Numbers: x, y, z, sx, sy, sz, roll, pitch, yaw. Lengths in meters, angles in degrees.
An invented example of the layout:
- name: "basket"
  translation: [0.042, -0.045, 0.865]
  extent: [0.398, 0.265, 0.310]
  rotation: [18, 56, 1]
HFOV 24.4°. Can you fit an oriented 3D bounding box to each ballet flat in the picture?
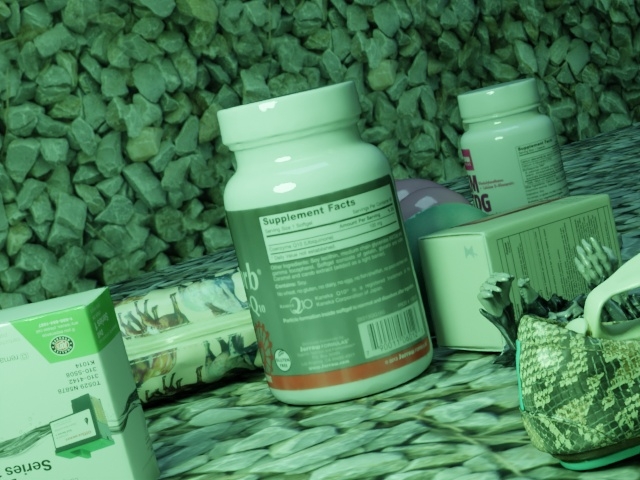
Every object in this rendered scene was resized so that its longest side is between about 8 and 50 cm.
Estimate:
- name: "ballet flat"
  translation: [0.402, 0.060, 1.289]
  extent: [0.483, 0.182, 0.164]
  rotation: [-14, 6, -2]

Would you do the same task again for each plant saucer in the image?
- name: "plant saucer"
  translation: [0.161, 0.047, 1.918]
  extent: [0.195, 0.195, 0.037]
  rotation: [-16, 29, -17]

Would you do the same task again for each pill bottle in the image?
- name: "pill bottle"
  translation: [0.325, -0.121, 2.476]
  extent: [0.160, 0.283, 0.160]
  rotation: [-13, 6, 2]
- name: "pill bottle"
  translation: [0.000, 0.000, 1.795]
  extent: [0.210, 0.362, 0.210]
  rotation: [-13, 6, 1]

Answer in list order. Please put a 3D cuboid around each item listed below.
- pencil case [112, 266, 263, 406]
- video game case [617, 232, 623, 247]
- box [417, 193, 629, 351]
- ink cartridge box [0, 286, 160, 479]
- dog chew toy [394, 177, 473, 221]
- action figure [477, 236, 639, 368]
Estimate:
- name: "pencil case"
  translation: [-0.130, 0.114, 1.973]
  extent: [0.410, 0.159, 0.183]
  rotation: [-15, -13, -13]
- name: "video game case"
  translation: [0.329, 0.042, 2.230]
  extent: [0.204, 0.025, 0.285]
  rotation: [-10, 7, 25]
- name: "box"
  translation: [0.256, 0.038, 1.857]
  extent: [0.232, 0.148, 0.127]
  rotation: [-15, 7, -36]
- name: "ink cartridge box"
  translation: [-0.274, 0.175, 1.527]
  extent: [0.160, 0.219, 0.092]
  rotation: [-13, 10, 9]
- name: "dog chew toy"
  translation: [0.124, 0.003, 2.086]
  extent: [0.207, 0.206, 0.332]
  rotation: [-16, -2, -17]
- name: "action figure"
  translation: [0.268, 0.075, 1.617]
  extent: [0.164, 0.141, 0.276]
  rotation: [-27, 11, -13]
